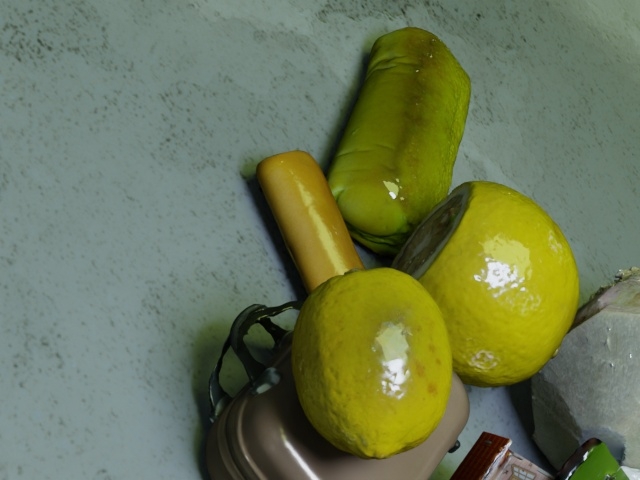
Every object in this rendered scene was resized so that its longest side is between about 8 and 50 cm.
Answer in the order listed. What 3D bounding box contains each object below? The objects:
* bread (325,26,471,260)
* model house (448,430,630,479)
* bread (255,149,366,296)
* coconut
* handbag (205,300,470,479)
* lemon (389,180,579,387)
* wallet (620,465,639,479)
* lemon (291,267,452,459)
[{"bbox_3d":[0.119,-0.143,1.932,0.166,0.112,0.384,36,45,-16],"label":"bread"},{"bbox_3d":[0.200,0.338,1.630,0.154,0.294,0.207,31,-11,35],"label":"model house"},{"bbox_3d":[0.000,0.000,1.754,0.239,0.074,0.092,66,15,13],"label":"bread"},{"bbox_3d":[0.413,0.190,1.830,0.297,0.297,0.309,55,38,3],"label":"coconut"},{"bbox_3d":[0.000,0.189,1.584,0.283,0.149,0.302,50,44,-6],"label":"handbag"},{"bbox_3d":[0.206,0.064,1.735,0.219,0.240,0.240,38,44,-9],"label":"lemon"},{"bbox_3d":[0.340,0.346,1.746,0.095,0.190,0.033,25,30,-26],"label":"wallet"},{"bbox_3d":[0.052,0.124,1.449,0.170,0.170,0.207,10,63,-36],"label":"lemon"}]
